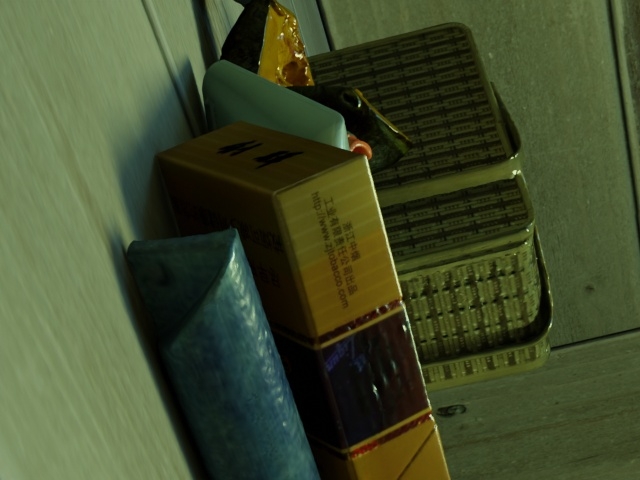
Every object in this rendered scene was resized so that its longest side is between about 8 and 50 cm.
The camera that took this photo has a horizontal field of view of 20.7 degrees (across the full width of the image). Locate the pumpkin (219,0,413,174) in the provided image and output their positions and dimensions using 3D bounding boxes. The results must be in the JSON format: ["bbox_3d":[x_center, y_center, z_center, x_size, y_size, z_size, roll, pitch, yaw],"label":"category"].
[{"bbox_3d":[-0.020,-0.107,1.407,0.183,0.107,0.119,47,2,29],"label":"pumpkin"}]

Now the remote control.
[{"bbox_3d":[-0.031,-0.050,1.170,0.293,0.051,0.103,-141,-142,-68],"label":"remote control"}]

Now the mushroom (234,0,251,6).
[{"bbox_3d":[-0.067,-0.278,1.492,0.247,0.096,0.108,-105,178,-47],"label":"mushroom"}]

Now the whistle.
[{"bbox_3d":[-0.034,0.121,0.947,0.062,0.062,0.304,-97,172,-55],"label":"whistle"}]

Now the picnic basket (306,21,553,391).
[{"bbox_3d":[0.064,-0.028,1.520,0.313,0.228,0.175,-99,176,-48],"label":"picnic basket"}]

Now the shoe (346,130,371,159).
[{"bbox_3d":[0.000,0.002,1.312,0.074,0.077,0.194,-14,110,-43],"label":"shoe"}]

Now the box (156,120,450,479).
[{"bbox_3d":[-0.008,0.057,1.023,0.152,0.070,0.237,19,-49,58],"label":"box"}]
